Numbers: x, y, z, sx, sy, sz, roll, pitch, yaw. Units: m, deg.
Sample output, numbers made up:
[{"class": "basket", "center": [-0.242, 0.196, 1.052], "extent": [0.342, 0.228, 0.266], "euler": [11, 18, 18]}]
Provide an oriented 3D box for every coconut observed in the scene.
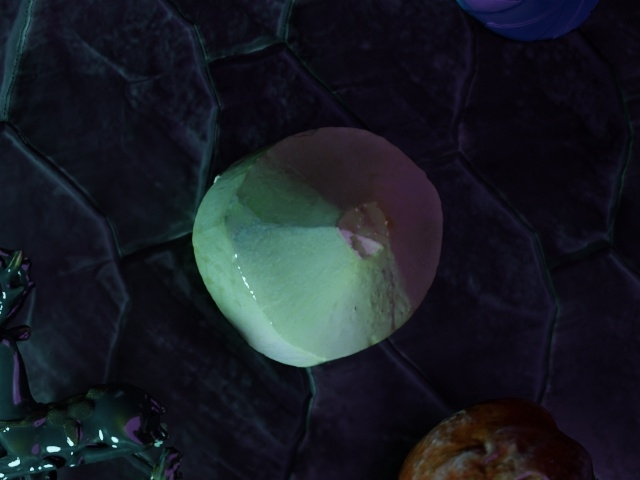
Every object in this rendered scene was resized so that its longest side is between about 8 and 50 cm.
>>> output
[{"class": "coconut", "center": [0.000, 0.000, 1.567], "extent": [0.259, 0.259, 0.259], "euler": [2, 84, -21]}]

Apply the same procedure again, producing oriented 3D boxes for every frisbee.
[{"class": "frisbee", "center": [0.251, -0.359, 1.808], "extent": [0.242, 0.045, 0.242], "euler": [3, 83, -22]}]

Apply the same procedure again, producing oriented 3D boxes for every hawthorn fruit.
[{"class": "hawthorn fruit", "center": [0.167, 0.302, 1.615], "extent": [0.272, 0.242, 0.242], "euler": [-27, 95, -12]}]

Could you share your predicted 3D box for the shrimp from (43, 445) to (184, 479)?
[{"class": "shrimp", "center": [-0.225, 0.293, 1.541], "extent": [0.150, 0.051, 0.217], "euler": [28, 90, 5]}]

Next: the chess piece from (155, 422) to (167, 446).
[{"class": "chess piece", "center": [-0.201, 0.193, 1.584], "extent": [0.093, 0.042, 0.042], "euler": [21, 78, -23]}]

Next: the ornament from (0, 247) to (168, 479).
[{"class": "ornament", "center": [-0.269, 0.111, 1.507], "extent": [0.202, 0.080, 0.236], "euler": [-14, 91, 10]}]
